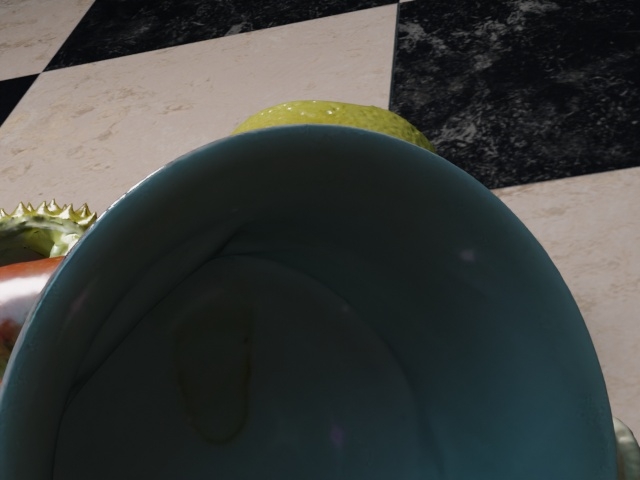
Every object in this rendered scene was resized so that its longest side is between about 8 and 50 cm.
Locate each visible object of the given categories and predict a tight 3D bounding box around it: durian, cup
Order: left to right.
[{"bbox_3d":[-0.274,0.051,1.142,0.306,0.172,0.166,1,58,12],"label":"durian"},{"bbox_3d":[-0.022,0.123,0.570,0.347,0.347,0.163,-36,11,-30],"label":"cup"}]

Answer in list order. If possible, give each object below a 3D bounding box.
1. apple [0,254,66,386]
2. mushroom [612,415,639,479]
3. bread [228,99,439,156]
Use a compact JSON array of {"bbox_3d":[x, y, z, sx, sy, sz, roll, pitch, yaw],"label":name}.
[{"bbox_3d":[-0.163,0.167,0.771,0.348,0.277,0.348,-12,30,7],"label":"apple"},{"bbox_3d":[0.131,0.181,0.740,0.189,0.195,0.254,-46,47,9],"label":"mushroom"},{"bbox_3d":[0.000,0.000,0.993,0.270,0.270,0.148,-1,29,23],"label":"bread"}]
